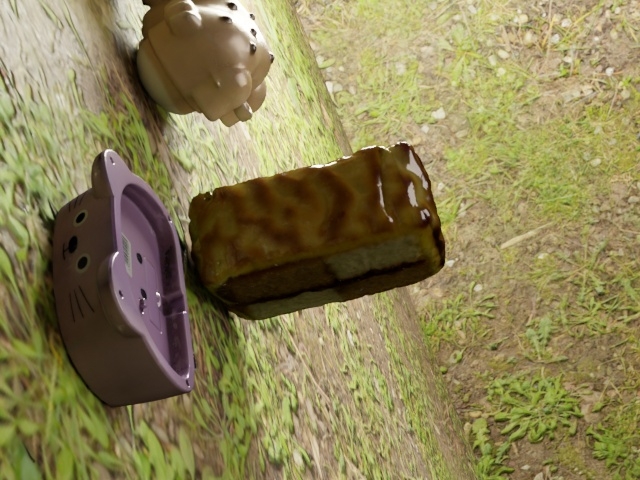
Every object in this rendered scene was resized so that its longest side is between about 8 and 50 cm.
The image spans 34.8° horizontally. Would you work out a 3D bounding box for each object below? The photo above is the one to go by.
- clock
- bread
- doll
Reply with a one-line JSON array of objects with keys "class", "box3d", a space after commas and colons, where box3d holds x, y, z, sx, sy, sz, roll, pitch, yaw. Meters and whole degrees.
[{"class": "clock", "box3d": [-0.128, 0.023, 0.638, 0.110, 0.050, 0.153, 59, 13, -49]}, {"class": "bread", "box3d": [0.000, 0.000, 0.920, 0.181, 0.222, 0.096, 72, 5, -69]}, {"class": "doll", "box3d": [-0.140, -0.232, 0.978, 0.278, 0.119, 0.154, 62, 6, 13]}]
